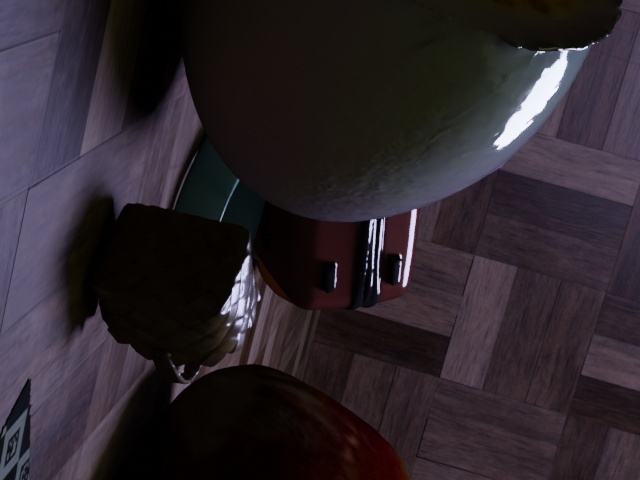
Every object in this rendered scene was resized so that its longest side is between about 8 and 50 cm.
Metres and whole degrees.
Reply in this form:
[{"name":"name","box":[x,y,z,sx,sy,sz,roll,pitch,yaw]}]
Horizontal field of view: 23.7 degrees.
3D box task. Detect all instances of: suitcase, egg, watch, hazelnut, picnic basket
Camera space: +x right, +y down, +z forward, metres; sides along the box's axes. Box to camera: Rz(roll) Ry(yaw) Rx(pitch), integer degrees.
[{"name":"suitcase","box":[0.013,-0.087,1.784,0.236,0.161,0.297,-128,-144,-55]},{"name":"egg","box":[0.033,-0.175,1.342,0.340,0.354,0.354,-55,-171,39]},{"name":"watch","box":[-0.109,-0.024,1.676,0.237,0.068,0.195,44,63,-83]},{"name":"hazelnut","box":[-0.052,0.338,1.763,0.421,0.352,0.421,173,-90,-89]},{"name":"picnic basket","box":[-0.124,0.054,1.349,0.178,0.137,0.128,81,24,-64]}]

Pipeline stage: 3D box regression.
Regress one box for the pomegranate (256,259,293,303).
[{"name":"pomegranate","box":[0.001,0.005,2.268,0.209,0.209,0.209,16,90,-85]}]

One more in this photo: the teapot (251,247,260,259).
[{"name":"teapot","box":[-0.027,-0.078,2.009,0.203,0.171,0.225,10,89,-55]}]

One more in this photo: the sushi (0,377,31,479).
[{"name":"sushi","box":[-0.255,0.300,1.191,0.290,0.050,0.264,100,8,-45]}]
